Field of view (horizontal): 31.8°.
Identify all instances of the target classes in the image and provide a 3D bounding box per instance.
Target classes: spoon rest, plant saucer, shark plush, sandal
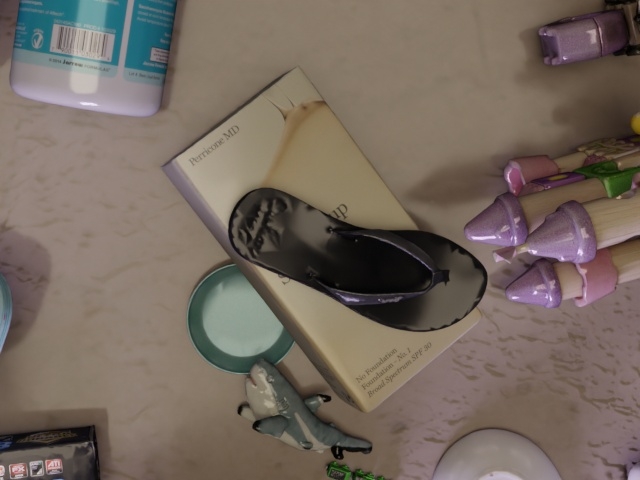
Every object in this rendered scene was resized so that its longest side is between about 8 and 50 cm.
[{"bbox_3d":[0.245,0.317,1.218,0.276,0.084,0.137,38,92,5],"label":"spoon rest"},{"bbox_3d":[-0.081,0.081,1.180,0.119,0.021,0.119,-1,99,-4],"label":"plant saucer"},{"bbox_3d":[-0.012,0.187,1.177,0.161,0.073,0.067,29,86,-7],"label":"shark plush"},{"bbox_3d":[0.038,0.024,1.041,0.254,0.054,0.097,15,87,-13],"label":"sandal"}]

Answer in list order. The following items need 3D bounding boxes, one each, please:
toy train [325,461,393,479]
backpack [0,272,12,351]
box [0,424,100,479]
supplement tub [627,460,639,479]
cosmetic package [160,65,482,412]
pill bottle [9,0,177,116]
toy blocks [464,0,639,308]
[{"bbox_3d":[0.045,0.259,1.212,0.083,0.024,0.017,19,96,-6],"label":"toy train"},{"bbox_3d":[-0.381,0.077,1.073,0.144,0.188,0.166,18,96,-44],"label":"backpack"},{"bbox_3d":[-0.367,0.353,1.157,0.296,0.073,0.293,-6,96,-11],"label":"box"},{"bbox_3d":[0.442,0.281,1.183,0.200,0.144,0.144,-13,99,-2],"label":"supplement tub"},{"bbox_3d":[0.000,0.000,1.118,0.160,0.113,0.309,-40,100,-10],"label":"cosmetic package"},{"bbox_3d":[-0.204,-0.256,1.062,0.146,0.146,0.264,10,97,-5],"label":"pill bottle"},{"bbox_3d":[0.244,-0.056,1.049,0.260,0.288,0.309,-15,102,-7],"label":"toy blocks"}]
